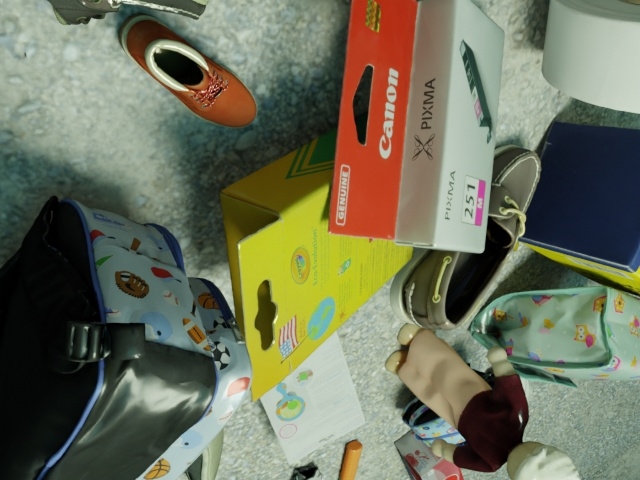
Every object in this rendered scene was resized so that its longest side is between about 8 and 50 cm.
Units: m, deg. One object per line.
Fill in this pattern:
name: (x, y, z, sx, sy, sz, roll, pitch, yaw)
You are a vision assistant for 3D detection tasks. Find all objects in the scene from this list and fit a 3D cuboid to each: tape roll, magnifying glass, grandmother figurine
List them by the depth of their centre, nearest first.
tape roll: (0.421, -0.250, 0.695, 0.286, 0.286, 0.100, -21, 127, -20)
grandmother figurine: (0.237, 0.253, 0.857, 0.104, 0.342, 0.208, -5, 122, -30)
magnifying glass: (0.047, 0.468, 1.089, 0.092, 0.026, 0.231, -8, 122, -28)

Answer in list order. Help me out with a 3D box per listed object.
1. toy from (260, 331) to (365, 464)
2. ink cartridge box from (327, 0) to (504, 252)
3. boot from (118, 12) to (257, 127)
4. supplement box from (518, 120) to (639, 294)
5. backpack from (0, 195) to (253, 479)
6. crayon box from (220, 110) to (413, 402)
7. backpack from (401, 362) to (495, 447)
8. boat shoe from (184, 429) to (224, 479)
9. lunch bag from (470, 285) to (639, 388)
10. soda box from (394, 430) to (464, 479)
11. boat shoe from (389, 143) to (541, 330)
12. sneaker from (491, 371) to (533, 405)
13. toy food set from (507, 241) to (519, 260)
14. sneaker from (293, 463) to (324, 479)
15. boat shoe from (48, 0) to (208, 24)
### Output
toy: (-0.025, 0.212, 0.857, 0.137, 0.056, 0.237, -24, 124, -13)
ink cartridge box: (0.115, -0.129, 0.619, 0.239, 0.060, 0.275, 6, 90, -52)
boot: (-0.113, -0.147, 0.551, 0.158, 0.084, 0.059, 29, 99, -43)
supplement box: (0.503, -0.026, 0.925, 0.356, 0.195, 0.194, 21, 91, -39)
backpack: (-0.204, 0.098, 0.530, 0.276, 0.263, 0.213, -47, 141, 18)
crayon box: (0.000, 0.000, 0.640, 0.318, 0.081, 0.202, -36, 137, -43)
backpack: (0.239, 0.310, 1.020, 0.173, 0.158, 0.117, -27, 90, -9)
boat shoe: (-0.180, 0.272, 0.798, 0.079, 0.084, 0.233, 6, 131, 7)
lunch bag: (0.428, 0.173, 1.011, 0.223, 0.262, 0.160, 17, 69, -37)
soda box: (0.236, 0.482, 1.173, 0.083, 0.092, 0.263, -34, 131, -11)
boat shoe: (0.227, -0.009, 0.803, 0.324, 0.097, 0.116, -49, 119, -18)
sneaker: (0.402, 0.342, 1.200, 0.095, 0.090, 0.235, -32, 133, -24)
toy food set: (0.270, 0.021, 0.934, 0.192, 0.038, 0.132, -38, 132, -6)
sneaker: (-0.042, 0.423, 0.997, 0.098, 0.038, 0.069, -33, 130, -23)
boat shoe: (-0.202, -0.211, 0.461, 0.223, 0.080, 0.073, 7, 120, -30)
